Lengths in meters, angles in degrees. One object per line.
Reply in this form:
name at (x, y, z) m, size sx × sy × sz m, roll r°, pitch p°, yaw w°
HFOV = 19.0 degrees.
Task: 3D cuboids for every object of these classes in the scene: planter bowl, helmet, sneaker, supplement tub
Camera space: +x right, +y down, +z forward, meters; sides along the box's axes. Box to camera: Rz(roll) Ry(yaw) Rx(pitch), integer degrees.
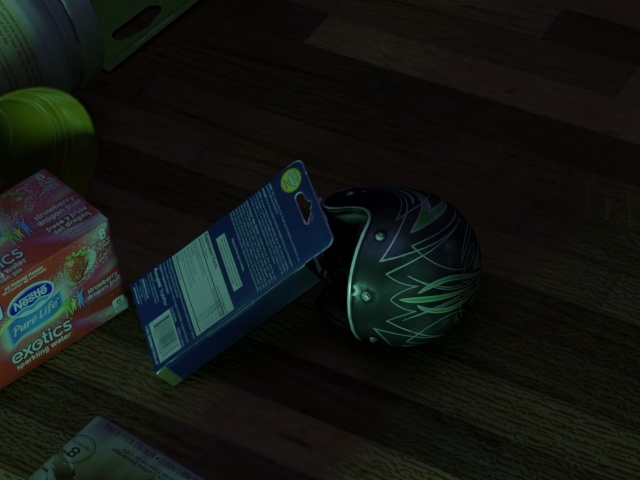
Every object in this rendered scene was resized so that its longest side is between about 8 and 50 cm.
planter bowl at (-0.343, -0.078, 1.991) m, size 0.217 × 0.217 × 0.090 m, roll -36°, pitch 50°, yaw -28°
helmet at (0.076, 0.026, 1.868) m, size 0.169 × 0.169 × 0.161 m, roll -30°, pitch 33°, yaw -23°
sneaker at (0.000, 0.000, 2.002) m, size 0.044 × 0.040 × 0.109 m, roll 15°, pitch 49°, yaw -1°
supplement tub at (-0.424, -0.183, 2.100) m, size 0.325 × 0.235 × 0.235 m, roll -37°, pitch 51°, yaw -28°

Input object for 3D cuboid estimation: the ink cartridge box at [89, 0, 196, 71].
ink cartridge box at (-0.296, -0.330, 2.340) m, size 0.255 × 0.097 × 0.189 m, roll 25°, pitch 52°, yaw 31°

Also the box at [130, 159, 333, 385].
box at (-0.082, 0.031, 1.900) m, size 0.225 × 0.036 × 0.136 m, roll -37°, pitch 42°, yaw 14°

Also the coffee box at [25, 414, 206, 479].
coffee box at (-0.224, 0.311, 1.635) m, size 0.168 × 0.119 × 0.297 m, roll 27°, pitch 52°, yaw 30°

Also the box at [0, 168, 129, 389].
box at (-0.333, 0.058, 1.911) m, size 0.257 × 0.128 × 0.122 m, roll -34°, pitch 50°, yaw -25°
